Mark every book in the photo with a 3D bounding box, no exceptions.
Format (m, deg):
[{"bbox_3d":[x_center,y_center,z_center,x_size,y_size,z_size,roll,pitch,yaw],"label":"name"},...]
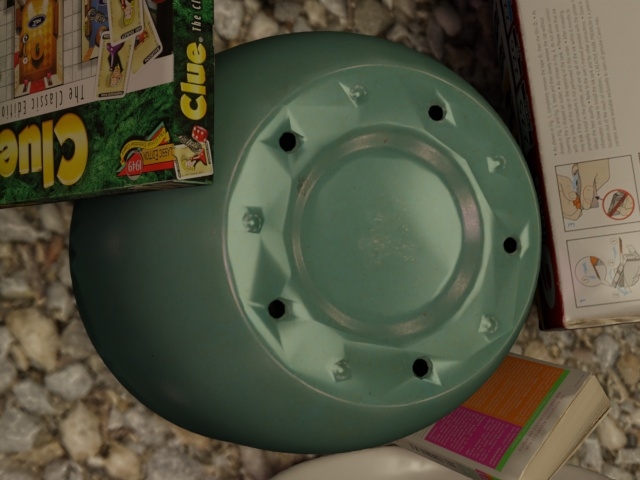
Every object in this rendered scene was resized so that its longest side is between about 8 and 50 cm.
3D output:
[{"bbox_3d":[0.120,0.124,0.680,0.096,0.144,0.035,-44,116,-19],"label":"book"}]

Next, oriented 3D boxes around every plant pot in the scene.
[{"bbox_3d":[0.000,0.000,0.601,0.293,0.235,0.293,1,87,-19],"label":"plant pot"}]

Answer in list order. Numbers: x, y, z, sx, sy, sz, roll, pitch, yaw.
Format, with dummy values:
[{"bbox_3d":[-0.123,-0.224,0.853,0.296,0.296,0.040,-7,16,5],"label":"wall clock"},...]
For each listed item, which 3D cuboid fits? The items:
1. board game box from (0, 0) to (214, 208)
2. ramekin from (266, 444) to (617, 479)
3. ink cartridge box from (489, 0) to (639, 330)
[{"bbox_3d":[-0.154,-0.089,0.548,0.030,0.260,0.136,-2,89,-46],"label":"board game box"},{"bbox_3d":[0.088,0.237,0.609,0.277,0.277,0.135,-1,96,-19],"label":"ramekin"},{"bbox_3d":[0.201,-0.093,0.682,0.130,0.272,0.309,-8,82,8],"label":"ink cartridge box"}]
